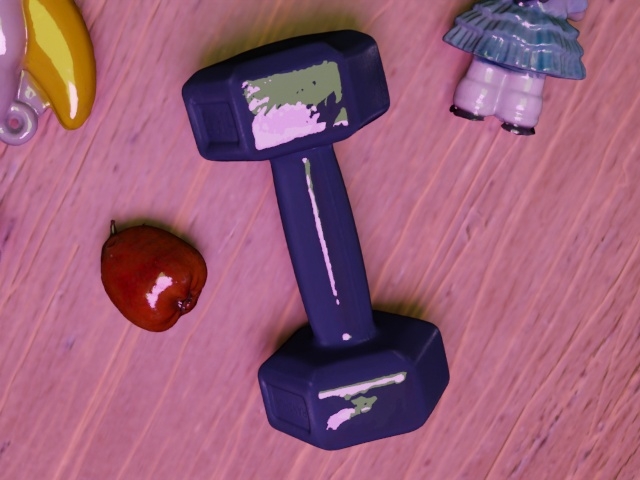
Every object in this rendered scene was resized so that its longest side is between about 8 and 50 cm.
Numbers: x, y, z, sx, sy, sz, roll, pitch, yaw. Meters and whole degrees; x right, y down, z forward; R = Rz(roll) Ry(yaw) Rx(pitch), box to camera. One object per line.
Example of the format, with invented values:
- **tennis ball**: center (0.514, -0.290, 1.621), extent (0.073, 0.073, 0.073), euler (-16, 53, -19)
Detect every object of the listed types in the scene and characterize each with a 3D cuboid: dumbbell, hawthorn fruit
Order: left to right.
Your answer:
- **hawthorn fruit**: center (-0.144, 0.025, 0.768), extent (0.093, 0.081, 0.081), euler (38, 97, 17)
- **dumbbell**: center (0.001, 0.000, 0.740), extent (0.156, 0.143, 0.316), euler (-14, 104, -3)

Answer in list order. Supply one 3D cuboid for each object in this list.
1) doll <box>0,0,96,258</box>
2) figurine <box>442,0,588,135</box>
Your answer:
- **doll**: center (-0.286, -0.134, 0.694), extent (0.237, 0.111, 0.252), euler (34, 88, -14)
- **figurine**: center (0.165, -0.211, 0.735), extent (0.138, 0.110, 0.245), euler (19, 107, 8)
